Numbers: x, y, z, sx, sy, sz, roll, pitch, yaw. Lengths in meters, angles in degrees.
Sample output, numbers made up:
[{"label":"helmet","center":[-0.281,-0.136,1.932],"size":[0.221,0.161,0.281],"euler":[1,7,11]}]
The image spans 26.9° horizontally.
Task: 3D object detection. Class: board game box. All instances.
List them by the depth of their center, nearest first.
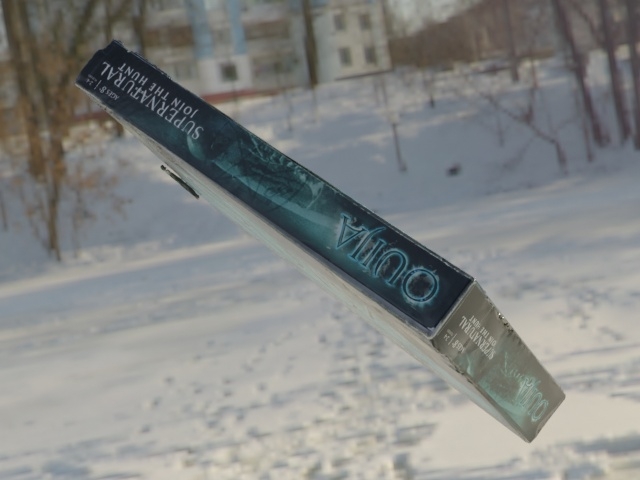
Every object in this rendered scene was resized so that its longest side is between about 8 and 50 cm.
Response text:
[{"label":"board game box","center":[0.000,0.000,0.507],"size":[0.186,0.026,0.126],"euler":[35,-5,33]}]
